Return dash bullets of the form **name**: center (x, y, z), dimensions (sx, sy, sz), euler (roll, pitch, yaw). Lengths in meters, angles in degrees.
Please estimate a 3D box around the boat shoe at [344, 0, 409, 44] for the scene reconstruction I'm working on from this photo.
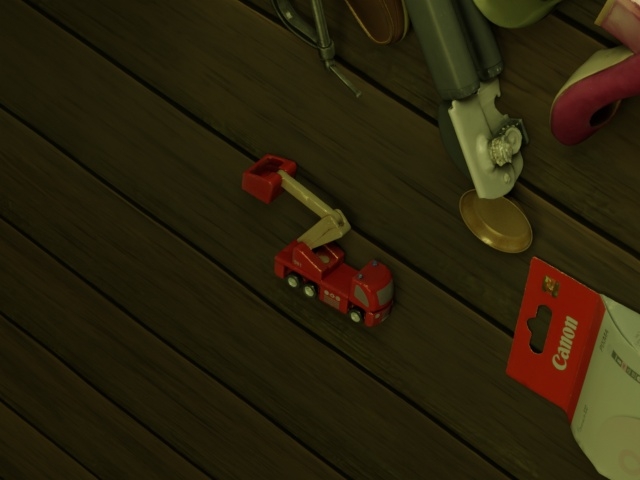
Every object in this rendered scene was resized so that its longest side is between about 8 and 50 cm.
- **boat shoe**: center (0.025, -0.260, 1.610), dimensions (0.064, 0.060, 0.178), euler (-5, 118, 47)

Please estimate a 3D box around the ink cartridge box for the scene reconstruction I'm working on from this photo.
- **ink cartridge box**: center (0.285, 0.147, 1.709), dimensions (0.232, 0.066, 0.189), euler (27, 138, 20)

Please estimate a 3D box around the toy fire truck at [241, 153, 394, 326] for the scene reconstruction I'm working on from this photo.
- **toy fire truck**: center (0.000, 0.000, 1.869), dimensions (0.192, 0.047, 0.135), euler (28, 137, 24)

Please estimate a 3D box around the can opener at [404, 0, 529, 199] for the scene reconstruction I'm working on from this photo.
- **can opener**: center (0.122, -0.162, 1.587), dimensions (0.093, 0.074, 0.280), euler (6, 125, 43)

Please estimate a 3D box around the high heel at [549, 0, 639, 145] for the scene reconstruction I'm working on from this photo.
- **high heel**: center (0.274, -0.126, 1.450), dimensions (0.117, 0.082, 0.244), euler (38, 150, 11)

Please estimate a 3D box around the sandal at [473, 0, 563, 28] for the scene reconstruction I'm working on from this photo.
- **sandal**: center (0.172, -0.245, 1.400), dimensions (0.120, 0.086, 0.303), euler (59, 160, 12)

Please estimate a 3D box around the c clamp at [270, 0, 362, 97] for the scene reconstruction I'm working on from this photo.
- **c clamp**: center (-0.012, -0.232, 1.677), dimensions (0.137, 0.022, 0.160), euler (41, 159, 40)

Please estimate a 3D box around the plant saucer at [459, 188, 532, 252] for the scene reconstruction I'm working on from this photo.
- **plant saucer**: center (0.177, -0.023, 1.692), dimensions (0.083, 0.015, 0.083), euler (27, 147, 20)
